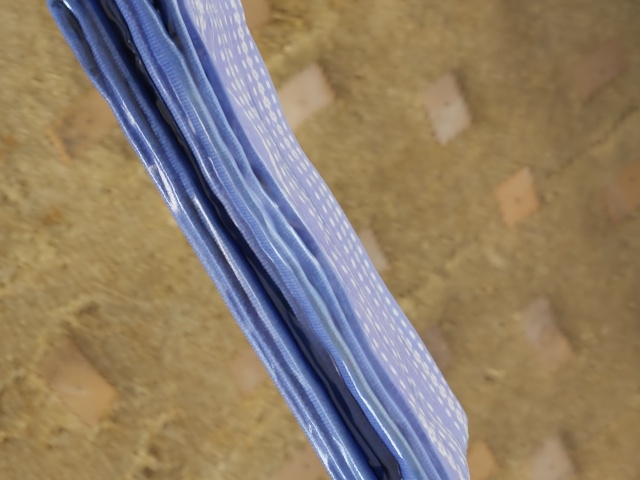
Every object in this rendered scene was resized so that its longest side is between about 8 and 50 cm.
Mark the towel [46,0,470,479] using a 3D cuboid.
[{"bbox_3d":[0.000,0.000,0.687,0.040,0.336,0.243,-30,-87,5],"label":"towel"}]
